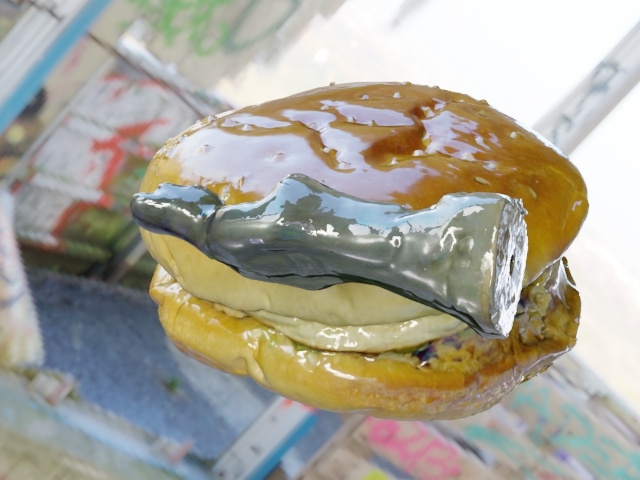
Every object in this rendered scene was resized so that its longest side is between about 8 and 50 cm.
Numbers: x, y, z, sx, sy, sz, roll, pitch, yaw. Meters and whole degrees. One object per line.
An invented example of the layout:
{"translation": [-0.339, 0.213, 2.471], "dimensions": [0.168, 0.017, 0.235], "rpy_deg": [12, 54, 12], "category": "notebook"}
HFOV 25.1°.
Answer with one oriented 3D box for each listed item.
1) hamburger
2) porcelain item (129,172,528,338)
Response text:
{"translation": [0.027, -0.009, 1.000], "dimensions": [0.314, 0.170, 0.290], "rpy_deg": [18, 29, 30], "category": "hamburger"}
{"translation": [0.000, 0.000, 0.769], "dimensions": [0.216, 0.069, 0.081], "rpy_deg": [9, -12, 20], "category": "porcelain item"}
